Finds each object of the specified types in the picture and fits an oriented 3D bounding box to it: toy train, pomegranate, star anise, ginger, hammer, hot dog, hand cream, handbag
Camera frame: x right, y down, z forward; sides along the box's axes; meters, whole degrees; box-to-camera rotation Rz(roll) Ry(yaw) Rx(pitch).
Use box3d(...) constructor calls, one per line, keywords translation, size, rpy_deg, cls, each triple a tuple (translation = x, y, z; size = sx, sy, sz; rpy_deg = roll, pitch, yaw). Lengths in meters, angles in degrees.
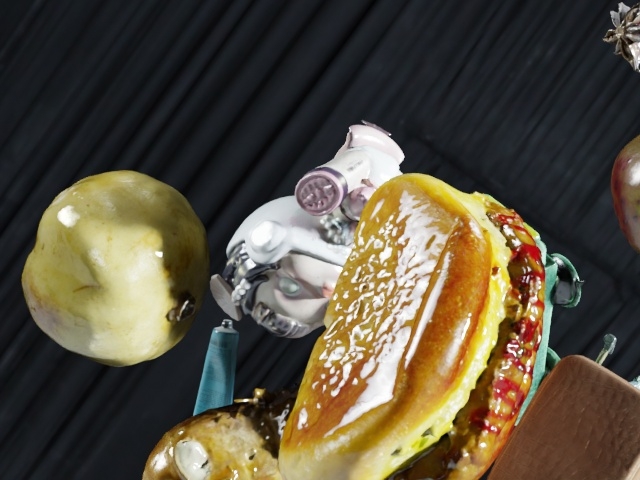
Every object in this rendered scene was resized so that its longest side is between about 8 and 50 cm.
box3d(translation=(0.292, 0.122, 1.770), size=(0.253, 0.160, 0.397), rpy_deg=(45, -31, 42), cls="toy train")
box3d(translation=(-0.333, 0.049, 1.815), size=(0.332, 0.332, 0.332), rpy_deg=(36, 6, -5), cls="pomegranate")
box3d(translation=(0.561, -0.383, 1.921), size=(0.056, 0.129, 0.124), rpy_deg=(-7, 43, -24), cls="star anise")
box3d(translation=(-0.090, 0.331, 1.770), size=(0.418, 0.254, 0.176), rpy_deg=(-9, 56, -26), cls="ginger")
box3d(translation=(0.444, 0.239, 1.795), size=(0.017, 0.182, 0.062), rpy_deg=(31, 1, 23), cls="hammer")
box3d(translation=(0.121, 0.109, 1.137), size=(0.185, 0.405, 0.223), rpy_deg=(35, -28, -30), cls="hot dog")
box3d(translation=(-0.192, 0.260, 2.018), size=(0.083, 0.224, 0.048), rpy_deg=(13, 4, 26), cls="hand cream")
box3d(translation=(0.740, -0.104, 2.125), size=(0.291, 0.323, 0.290), rpy_deg=(-24, 90, -83), cls="pomegranate")
box3d(translation=(0.283, 0.235, 1.165), size=(0.151, 0.193, 0.072), rpy_deg=(26, -16, 28), cls="handbag")

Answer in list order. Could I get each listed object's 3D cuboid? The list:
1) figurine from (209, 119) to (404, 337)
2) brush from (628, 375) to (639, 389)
box3d(translation=(0.008, 0.005, 1.723), size=(0.253, 0.361, 0.211), rpy_deg=(32, 32, -18), cls="figurine")
box3d(translation=(0.441, 0.257, 1.643), size=(0.196, 0.070, 0.021), rpy_deg=(-11, 28, -34), cls="brush")
